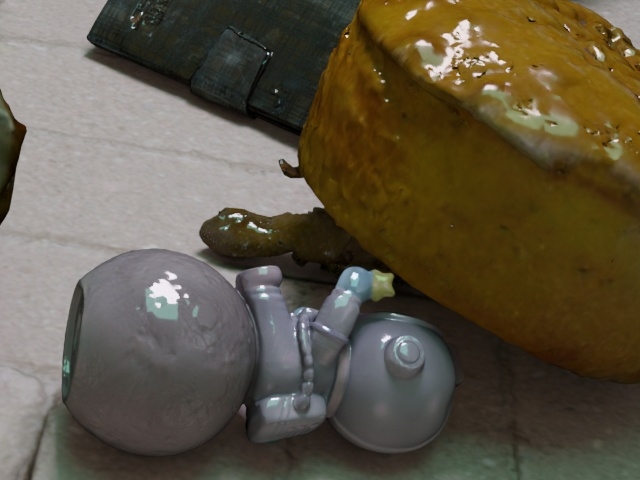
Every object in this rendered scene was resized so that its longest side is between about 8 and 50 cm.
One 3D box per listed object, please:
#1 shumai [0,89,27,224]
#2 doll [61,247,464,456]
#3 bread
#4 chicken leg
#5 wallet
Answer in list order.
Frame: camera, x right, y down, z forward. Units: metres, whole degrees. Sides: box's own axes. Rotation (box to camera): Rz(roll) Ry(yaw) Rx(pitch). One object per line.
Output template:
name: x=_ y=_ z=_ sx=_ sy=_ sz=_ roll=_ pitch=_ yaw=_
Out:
shumai: x=-0.373 y=-0.092 z=1.291 sx=0.323 sy=0.397 sz=0.324 roll=17 pitch=32 yaw=-23
doll: x=-0.034 y=0.088 z=1.298 sx=0.287 sy=0.151 sz=0.151 roll=8 pitch=32 yaw=-16
bread: x=0.180 y=-0.058 z=1.414 sx=0.398 sy=0.215 sz=0.398 roll=29 pitch=17 yaw=-10
chicken leg: x=0.000 y=-0.002 z=1.505 sx=0.198 sy=0.069 sz=0.085 roll=5 pitch=29 yaw=3
wallet: x=-0.052 y=-0.197 z=1.725 sx=0.317 sy=0.044 sz=0.169 roll=25 pitch=76 yaw=22
